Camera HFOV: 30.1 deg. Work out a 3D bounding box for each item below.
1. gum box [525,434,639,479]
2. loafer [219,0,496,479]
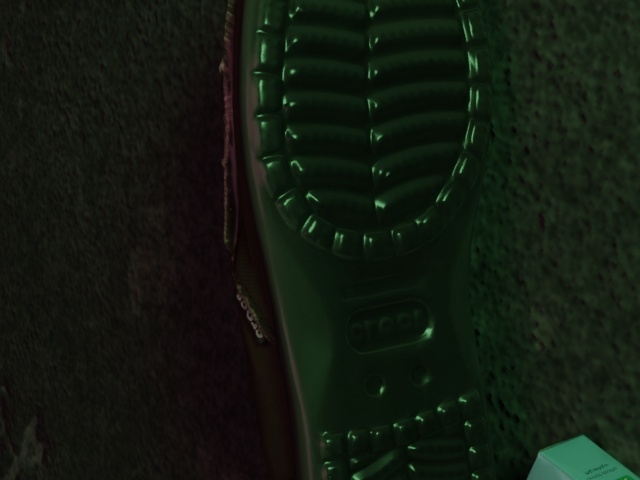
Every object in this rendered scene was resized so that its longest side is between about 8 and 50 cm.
[{"bbox_3d":[0.150,0.207,0.538,0.184,0.041,0.157,38,121,36],"label":"gum box"},{"bbox_3d":[0.000,0.000,0.602,0.130,0.133,0.366,-1,90,63],"label":"loafer"}]
